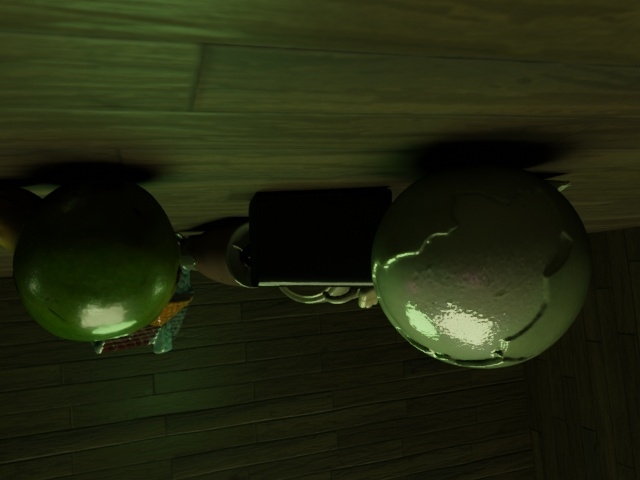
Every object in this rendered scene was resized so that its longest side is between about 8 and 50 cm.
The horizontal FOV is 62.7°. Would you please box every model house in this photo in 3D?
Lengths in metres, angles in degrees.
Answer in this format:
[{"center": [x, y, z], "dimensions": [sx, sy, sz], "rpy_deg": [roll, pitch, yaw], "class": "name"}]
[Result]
[{"center": [-0.537, 0.179, 1.559], "dimensions": [0.298, 0.338, 0.360], "rpy_deg": [-4, 176, 25], "class": "model house"}]

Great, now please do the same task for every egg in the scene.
[{"center": [0.208, 0.033, 0.711], "dimensions": [0.279, 0.278, 0.336], "rpy_deg": [-8, 177, 40], "class": "egg"}]

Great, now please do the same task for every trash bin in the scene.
[{"center": [0.000, 0.000, 0.882], "dimensions": [0.226, 0.165, 0.115], "rpy_deg": [-1, 176, -16], "class": "trash bin"}]

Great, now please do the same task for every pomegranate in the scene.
[{"center": [-0.275, -0.009, 0.624], "dimensions": [0.190, 0.241, 0.159], "rpy_deg": [-28, 154, -36], "class": "pomegranate"}]

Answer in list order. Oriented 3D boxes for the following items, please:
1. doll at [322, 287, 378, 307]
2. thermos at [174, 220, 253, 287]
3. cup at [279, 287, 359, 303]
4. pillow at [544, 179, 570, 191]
[{"center": [0.044, 0.036, 1.069], "dimensions": [0.154, 0.119, 0.278], "rpy_deg": [-10, -145, -18], "class": "doll"}, {"center": [-0.237, 0.031, 1.208], "dimensions": [0.177, 0.145, 0.265], "rpy_deg": [-9, -174, -44], "class": "thermos"}, {"center": [-0.009, 0.046, 1.377], "dimensions": [0.289, 0.208, 0.273], "rpy_deg": [23, -174, 21], "class": "cup"}, {"center": [0.320, -0.074, 0.947], "dimensions": [0.128, 0.050, 0.229], "rpy_deg": [-16, -177, -24], "class": "pillow"}]
